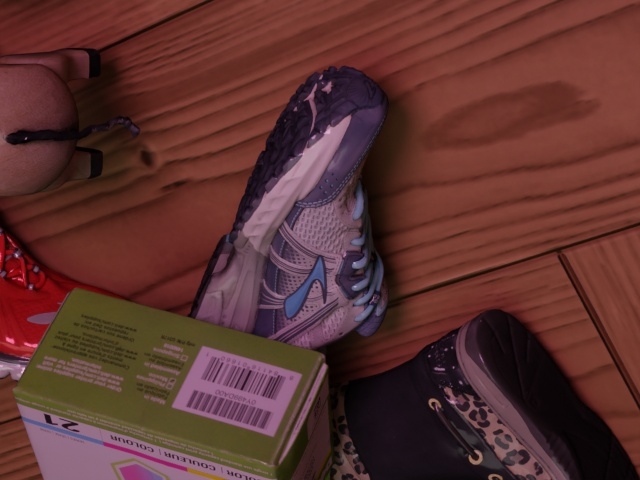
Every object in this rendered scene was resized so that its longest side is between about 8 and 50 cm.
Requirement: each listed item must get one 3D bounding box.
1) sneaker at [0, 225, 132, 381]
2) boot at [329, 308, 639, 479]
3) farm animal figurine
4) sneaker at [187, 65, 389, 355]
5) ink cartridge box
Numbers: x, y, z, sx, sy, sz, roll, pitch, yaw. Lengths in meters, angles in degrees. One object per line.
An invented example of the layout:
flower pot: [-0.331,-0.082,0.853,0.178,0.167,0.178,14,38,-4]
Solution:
sneaker: [-0.262,0.017,1.185,0.279,0.107,0.118,18,117,8]
boot: [0.115,0.168,1.140,0.179,0.085,0.236,-23,110,37]
farm animal figurine: [-0.288,-0.056,1.041,0.327,0.172,0.330,-11,97,24]
sneaker: [0.000,0.000,1.078,0.122,0.110,0.283,23,134,-7]
ink cartridge box: [-0.091,0.166,1.123,0.189,0.097,0.255,14,141,15]
